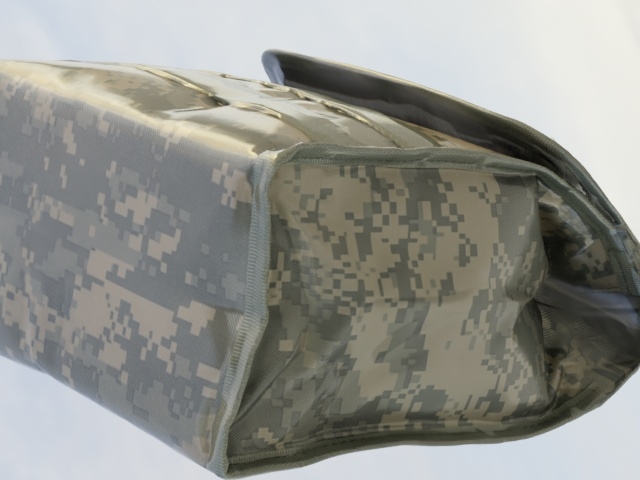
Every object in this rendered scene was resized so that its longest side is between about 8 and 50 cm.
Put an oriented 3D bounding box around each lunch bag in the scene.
[{"bbox_3d":[0.000,0.000,0.964,0.287,0.235,0.169,0,-75,-43],"label":"lunch bag"}]

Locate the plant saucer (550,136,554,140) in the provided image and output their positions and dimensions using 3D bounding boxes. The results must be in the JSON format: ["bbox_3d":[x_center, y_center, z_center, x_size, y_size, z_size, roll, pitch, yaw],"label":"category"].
[{"bbox_3d":[0.093,0.014,1.290,0.036,0.198,0.198,46,-155,-1],"label":"plant saucer"}]
